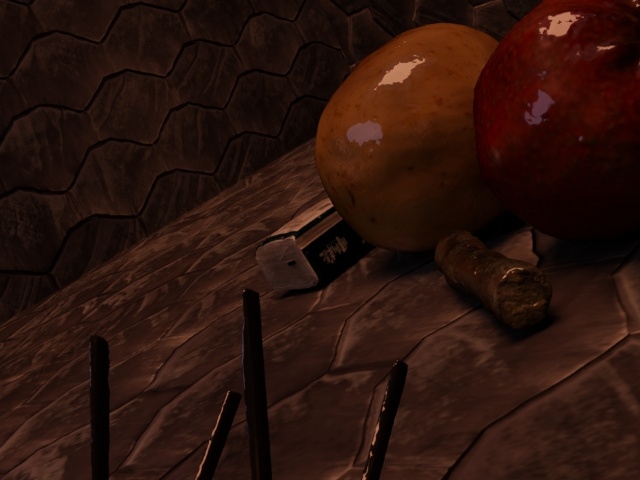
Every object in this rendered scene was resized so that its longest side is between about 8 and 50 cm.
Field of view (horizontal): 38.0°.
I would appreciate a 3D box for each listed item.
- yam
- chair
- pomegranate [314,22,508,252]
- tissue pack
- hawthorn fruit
[{"bbox_3d":[0.158,0.032,0.907,0.061,0.061,0.253,-26,10,-2],"label":"yam"},{"bbox_3d":[-0.067,0.174,0.536,0.159,0.172,0.246,-16,58,39],"label":"chair"},{"bbox_3d":[0.131,-0.122,1.167,0.307,0.307,0.307,-25,11,5],"label":"pomegranate"},{"bbox_3d":[-0.001,0.000,1.329,0.103,0.090,0.170,-14,14,46],"label":"tissue pack"},{"bbox_3d":[0.272,-0.112,0.931,0.254,0.254,0.300,-30,-16,-22],"label":"hawthorn fruit"}]
